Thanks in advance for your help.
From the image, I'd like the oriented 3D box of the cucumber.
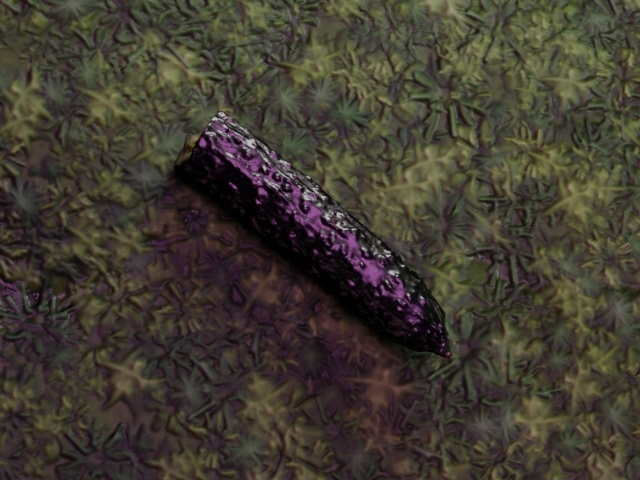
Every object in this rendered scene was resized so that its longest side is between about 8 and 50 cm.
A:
[{"bbox_3d":[0.001,0.000,1.565,0.300,0.072,0.072,40,71,3],"label":"cucumber"}]
